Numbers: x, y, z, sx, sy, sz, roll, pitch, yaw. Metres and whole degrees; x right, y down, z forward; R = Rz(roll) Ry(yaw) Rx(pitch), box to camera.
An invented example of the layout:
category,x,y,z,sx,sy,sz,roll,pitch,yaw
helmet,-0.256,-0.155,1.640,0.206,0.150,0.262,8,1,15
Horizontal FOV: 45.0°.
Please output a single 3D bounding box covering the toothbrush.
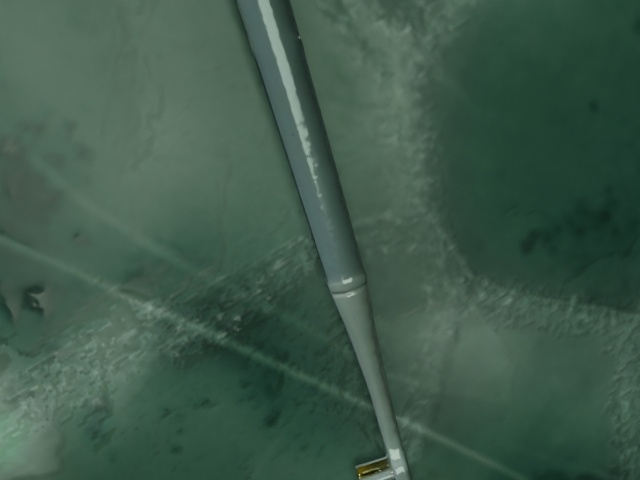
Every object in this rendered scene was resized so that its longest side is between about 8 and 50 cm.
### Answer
category,x,y,z,sx,sy,sz,roll,pitch,yaw
toothbrush,0.002,-0.001,0.371,0.030,0.025,0.342,-16,109,-5
